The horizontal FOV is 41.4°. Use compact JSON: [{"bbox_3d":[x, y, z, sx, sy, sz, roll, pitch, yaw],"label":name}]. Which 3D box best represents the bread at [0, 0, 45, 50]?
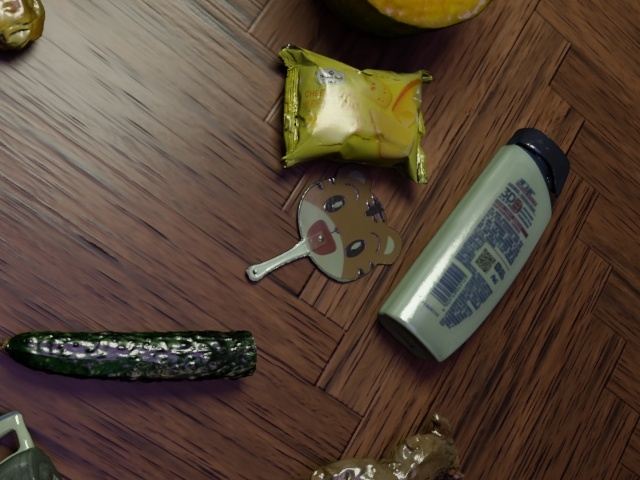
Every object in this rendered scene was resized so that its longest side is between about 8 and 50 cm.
[{"bbox_3d":[-0.394,-0.391,0.945,0.077,0.084,0.367,-14,95,16],"label":"bread"}]

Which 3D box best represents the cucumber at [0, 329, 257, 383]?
[{"bbox_3d":[-0.221,0.136,0.993,0.293,0.067,0.067,3,85,-23],"label":"cucumber"}]

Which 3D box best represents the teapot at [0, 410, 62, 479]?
[{"bbox_3d":[-0.338,0.276,0.910,0.108,0.111,0.149,-24,102,-9],"label":"teapot"}]

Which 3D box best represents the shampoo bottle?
[{"bbox_3d":[0.230,0.008,1.188,0.134,0.078,0.359,45,71,-18],"label":"shampoo bottle"}]

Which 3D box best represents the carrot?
[{"bbox_3d":[0.117,-0.378,1.050,0.241,0.340,0.241,-2,97,-12],"label":"carrot"}]

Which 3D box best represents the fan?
[{"bbox_3d":[0.000,0.000,1.126,0.226,0.008,0.152,-28,99,-23],"label":"fan"}]

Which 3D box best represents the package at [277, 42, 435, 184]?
[{"bbox_3d":[0.050,-0.165,1.114,0.226,0.090,0.168,4,83,-21],"label":"package"}]

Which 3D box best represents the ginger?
[{"bbox_3d":[0.065,0.327,1.104,0.290,0.084,0.122,-22,117,-27],"label":"ginger"}]
